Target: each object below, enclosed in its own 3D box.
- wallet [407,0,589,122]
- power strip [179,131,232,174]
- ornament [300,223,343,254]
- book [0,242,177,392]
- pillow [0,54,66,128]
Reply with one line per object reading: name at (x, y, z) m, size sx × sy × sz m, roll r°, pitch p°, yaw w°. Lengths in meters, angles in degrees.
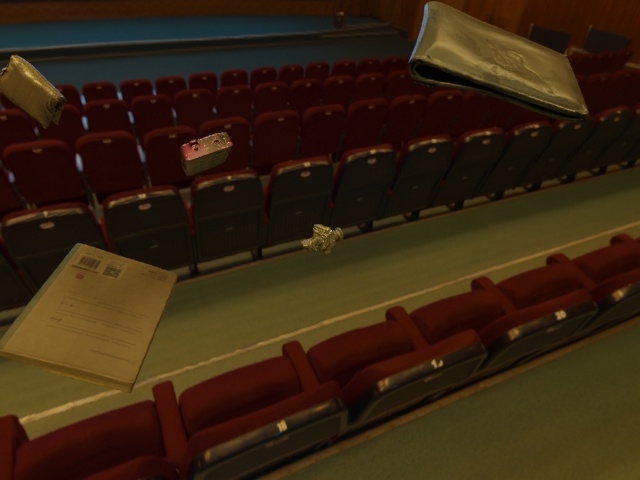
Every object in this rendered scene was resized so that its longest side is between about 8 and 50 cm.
wallet at (0.298, -0.304, 0.756) m, size 0.290 × 0.054 × 0.251 m, roll 22°, pitch 47°, yaw 1°
power strip at (-0.277, -0.203, 1.057) m, size 0.109 × 0.038 × 0.279 m, roll -23°, pitch 7°, yaw -15°
ornament at (0.003, 0.000, 0.953) m, size 0.092 × 0.068 × 0.041 m, roll -49°, pitch 19°, yaw -20°
book at (-0.391, 0.120, 0.789) m, size 0.214 × 0.025 × 0.283 m, roll 21°, pitch 32°, yaw -12°
pillow at (-0.838, -0.429, 1.288) m, size 0.181 × 0.134 × 0.078 m, roll 44°, pitch 36°, yaw -15°
